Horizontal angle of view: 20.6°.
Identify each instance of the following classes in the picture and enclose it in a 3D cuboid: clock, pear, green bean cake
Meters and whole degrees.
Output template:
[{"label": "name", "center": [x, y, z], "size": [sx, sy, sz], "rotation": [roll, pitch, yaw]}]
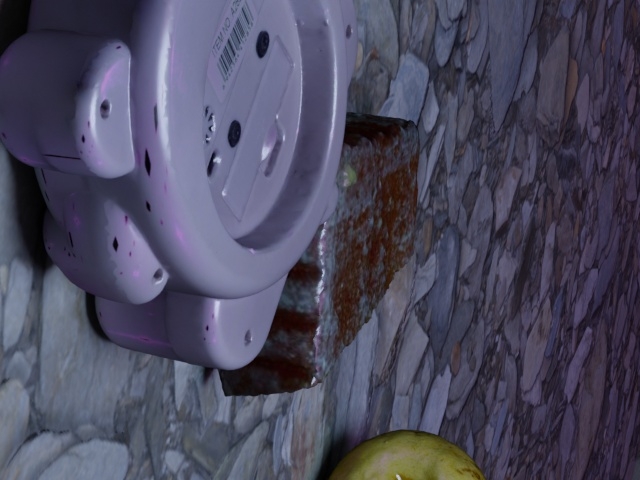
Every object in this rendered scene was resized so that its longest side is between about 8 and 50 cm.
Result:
[{"label": "clock", "center": [-0.081, -0.098, 1.092], "size": [0.322, 0.113, 0.296], "rotation": [58, 46, -60]}, {"label": "pear", "center": [0.080, 0.263, 1.636], "size": [0.178, 0.178, 0.178], "rotation": [10, 90, -70]}, {"label": "green bean cake", "center": [0.000, 0.000, 1.382], "size": [0.232, 0.097, 0.199], "rotation": [-33, 129, -64]}]
